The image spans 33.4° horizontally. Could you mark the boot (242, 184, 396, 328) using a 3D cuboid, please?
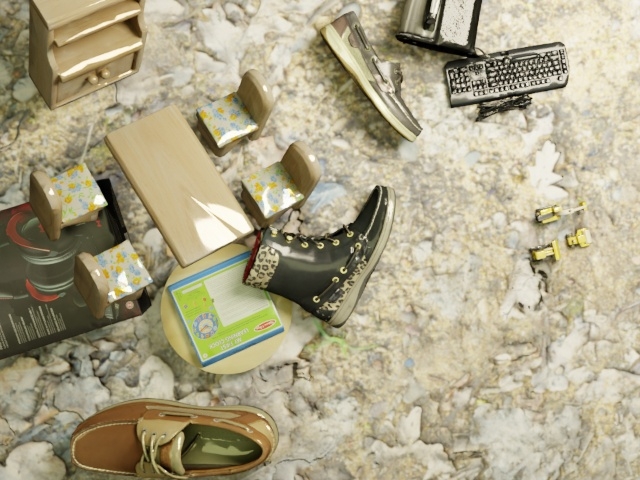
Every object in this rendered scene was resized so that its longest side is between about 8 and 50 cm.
[{"bbox_3d":[0.000,0.001,1.637,0.179,0.085,0.236,22,99,-12],"label":"boot"}]

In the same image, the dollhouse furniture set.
[{"bbox_3d":[-0.238,-0.163,1.485,0.362,0.256,0.394,-29,80,-22],"label":"dollhouse furniture set"}]

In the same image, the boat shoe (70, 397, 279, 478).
[{"bbox_3d":[-0.228,0.313,1.660,0.324,0.120,0.122,-5,95,0],"label":"boat shoe"}]

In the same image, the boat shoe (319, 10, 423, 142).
[{"bbox_3d":[0.090,-0.252,1.627,0.073,0.080,0.223,-39,90,8],"label":"boat shoe"}]

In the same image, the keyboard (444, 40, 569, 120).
[{"bbox_3d":[0.294,-0.245,1.650,0.192,0.038,0.100,-11,96,2],"label":"keyboard"}]

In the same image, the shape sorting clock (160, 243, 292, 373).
[{"bbox_3d":[-0.148,0.107,1.680,0.206,0.040,0.206,0,86,-6],"label":"shape sorting clock"}]

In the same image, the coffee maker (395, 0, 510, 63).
[{"bbox_3d":[0.210,-0.372,1.610,0.171,0.120,0.178,10,97,-25],"label":"coffee maker"}]

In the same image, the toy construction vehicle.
[{"bbox_3d":[0.376,-0.014,1.674,0.098,0.035,0.086,-12,96,1],"label":"toy construction vehicle"}]

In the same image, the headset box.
[{"bbox_3d":[-0.436,0.051,1.638,0.293,0.110,0.218,-17,95,1],"label":"headset box"}]
